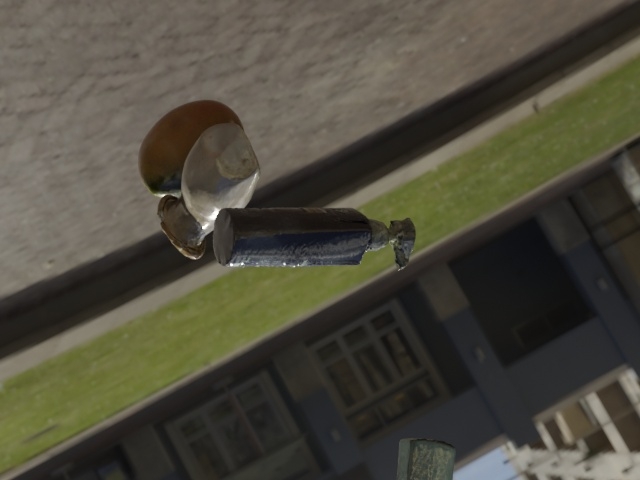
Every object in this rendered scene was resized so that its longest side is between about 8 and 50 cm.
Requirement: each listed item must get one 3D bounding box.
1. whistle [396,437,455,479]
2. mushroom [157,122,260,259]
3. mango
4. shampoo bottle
[{"bbox_3d":[0.122,0.462,1.697,0.163,0.290,0.163,8,167,2],"label":"whistle"},{"bbox_3d":[-0.140,-0.063,1.328,0.212,0.097,0.088,-45,-165,46],"label":"mushroom"},{"bbox_3d":[-0.224,-0.153,1.781,0.221,0.151,0.120,-41,142,-33],"label":"mango"},{"bbox_3d":[0.000,-0.001,1.048,0.207,0.057,0.064,0,118,-25],"label":"shampoo bottle"}]
